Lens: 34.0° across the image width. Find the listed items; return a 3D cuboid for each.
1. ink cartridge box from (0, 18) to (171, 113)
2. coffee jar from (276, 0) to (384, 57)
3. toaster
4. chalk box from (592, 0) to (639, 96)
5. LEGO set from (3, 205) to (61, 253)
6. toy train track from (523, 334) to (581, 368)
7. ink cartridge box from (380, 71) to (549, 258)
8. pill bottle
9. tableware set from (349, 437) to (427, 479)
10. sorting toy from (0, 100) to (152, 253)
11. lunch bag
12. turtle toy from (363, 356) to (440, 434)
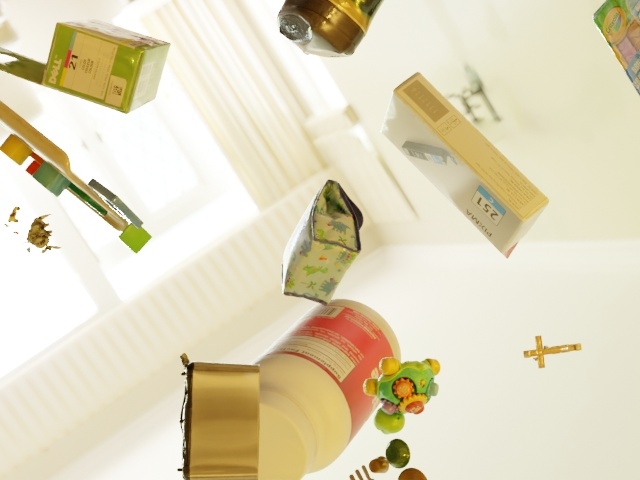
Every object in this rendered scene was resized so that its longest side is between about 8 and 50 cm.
[{"bbox_3d":[-0.368,-0.277,1.524,0.189,0.255,0.097,-77,-174,-76],"label":"ink cartridge box"},{"bbox_3d":[0.034,-0.269,1.045,0.184,0.079,0.096,-58,-153,-7],"label":"coffee jar"},{"bbox_3d":[-0.140,0.257,1.458,0.110,0.168,0.186,0,163,-3],"label":"toaster"},{"bbox_3d":[0.505,-0.305,1.402,0.180,0.289,0.179,-23,169,-21],"label":"chalk box"},{"bbox_3d":[-0.356,-0.012,1.284,0.083,0.054,0.023,12,173,14],"label":"LEGO set"},{"bbox_3d":[0.332,0.158,1.495,0.083,0.048,0.014,-8,-175,0],"label":"toy train track"},{"bbox_3d":[0.221,-0.101,1.732,0.066,0.296,0.261,-38,166,-18],"label":"ink cartridge box"},{"bbox_3d":[-0.020,0.280,1.917,0.229,0.229,0.407,-27,-174,31],"label":"pill bottle"},{"bbox_3d":[0.105,0.328,1.291,0.104,0.154,0.024,-44,152,28],"label":"tableware set"},{"bbox_3d":[-0.356,-0.092,1.375,0.047,0.347,0.196,-49,154,-10],"label":"sorting toy"},{"bbox_3d":[0.000,0.000,1.574,0.151,0.096,0.129,-97,-150,-48],"label":"lunch bag"},{"bbox_3d":[0.112,0.213,1.435,0.095,0.066,0.130,5,135,-30],"label":"turtle toy"}]
